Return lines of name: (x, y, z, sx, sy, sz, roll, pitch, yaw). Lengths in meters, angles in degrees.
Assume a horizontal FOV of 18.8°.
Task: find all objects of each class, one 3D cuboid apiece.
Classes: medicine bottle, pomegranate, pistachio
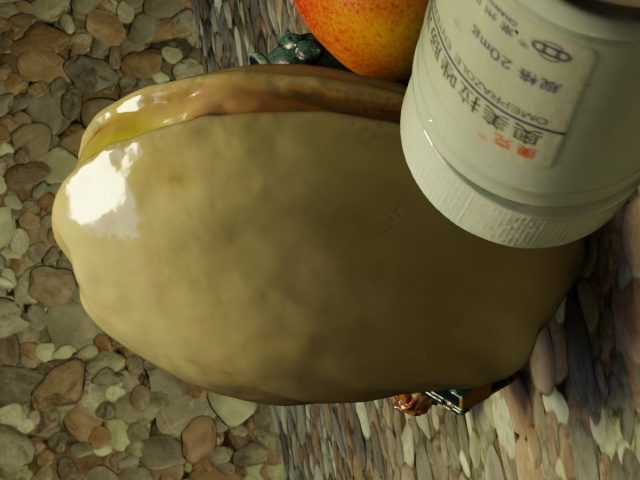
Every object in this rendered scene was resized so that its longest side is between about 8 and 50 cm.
medicine bottle: (0.164, -0.141, 1.287, 0.332, 0.189, 0.190, 103, 157, -64)
pomegranate: (0.089, -0.224, 1.606, 0.257, 0.221, 0.221, 51, 160, 16)
pistachio: (0.000, 0.000, 1.620, 0.365, 0.445, 0.281, 106, 171, -53)

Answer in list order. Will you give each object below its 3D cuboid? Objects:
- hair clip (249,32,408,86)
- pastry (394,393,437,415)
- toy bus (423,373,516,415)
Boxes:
hair clip: (0.035, -0.116, 1.987, 0.310, 0.206, 0.194, -110, 14, -48)
pastry: (0.104, 0.086, 2.070, 0.115, 0.097, 0.209, 84, 173, -52)
toy bus: (0.137, 0.062, 1.848, 0.091, 0.103, 0.182, 31, 134, 41)
